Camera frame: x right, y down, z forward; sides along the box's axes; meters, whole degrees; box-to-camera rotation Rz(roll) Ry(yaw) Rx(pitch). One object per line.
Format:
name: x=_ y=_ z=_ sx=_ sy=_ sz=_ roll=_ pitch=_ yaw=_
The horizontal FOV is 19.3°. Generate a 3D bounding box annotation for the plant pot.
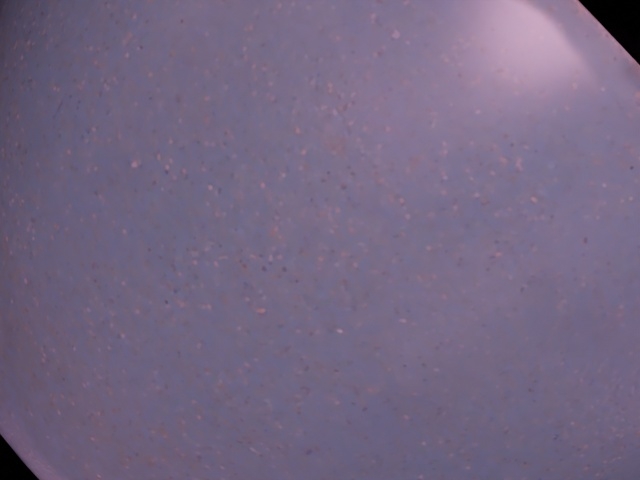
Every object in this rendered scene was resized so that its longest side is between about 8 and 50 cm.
plant pot: x=0.000 y=0.000 z=0.582 sx=0.195 sy=0.290 sz=0.290 roll=-44 pitch=105 yaw=7
